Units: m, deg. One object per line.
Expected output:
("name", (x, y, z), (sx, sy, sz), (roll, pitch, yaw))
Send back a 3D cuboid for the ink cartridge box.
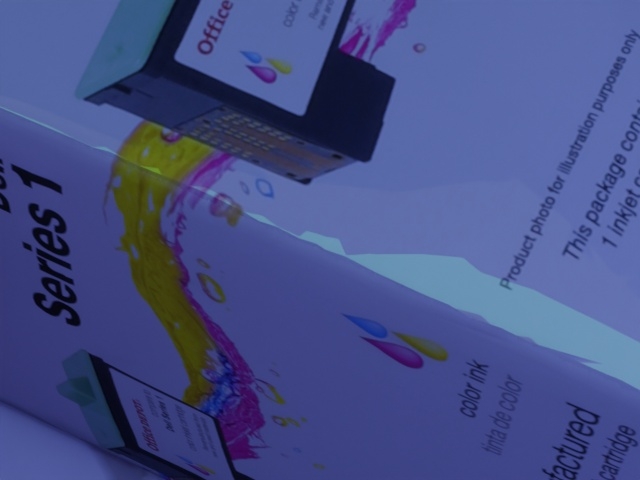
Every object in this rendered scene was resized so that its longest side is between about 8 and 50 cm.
("ink cartridge box", (0.000, 0.000, 0.557), (0.278, 0.201, 0.117), (24, 63, 11))
